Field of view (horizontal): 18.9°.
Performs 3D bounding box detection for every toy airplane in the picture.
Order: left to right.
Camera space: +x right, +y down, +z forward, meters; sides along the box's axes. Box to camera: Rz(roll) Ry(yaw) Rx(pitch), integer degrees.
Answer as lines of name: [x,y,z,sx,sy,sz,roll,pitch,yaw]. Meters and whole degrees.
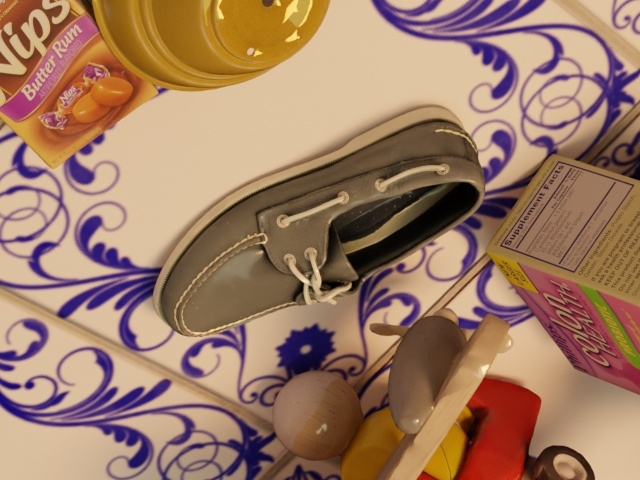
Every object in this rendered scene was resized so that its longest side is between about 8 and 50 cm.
toy airplane: [0.045,0.239,1.783,0.386,0.272,0.384,-45,164,-4]

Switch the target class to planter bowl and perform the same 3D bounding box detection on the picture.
planter bowl: [-0.058,-0.196,1.464,0.217,0.090,0.217,-17,125,-25]

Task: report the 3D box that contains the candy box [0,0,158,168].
candy box: [-0.223,-0.151,1.489,0.109,0.053,0.187,-35,132,7]

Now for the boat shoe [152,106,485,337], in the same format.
boat shoe: [0.000,0.000,1.679,0.319,0.099,0.116,-30,133,2]

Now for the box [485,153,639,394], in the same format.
box: [0.309,0.054,1.749,0.117,0.243,0.213,-54,135,-14]
